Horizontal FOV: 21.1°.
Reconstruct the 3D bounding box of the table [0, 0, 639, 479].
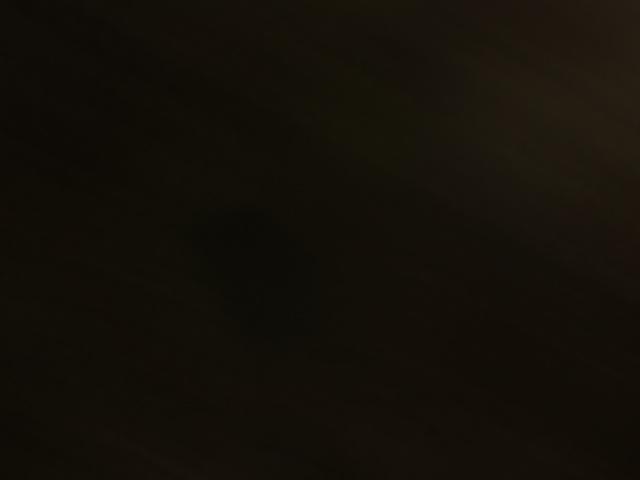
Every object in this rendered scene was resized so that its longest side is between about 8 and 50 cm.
[{"bbox_3d":[-0.025,0.017,0.453,0.317,0.249,0.317,-5,-71,-13],"label":"table"}]
